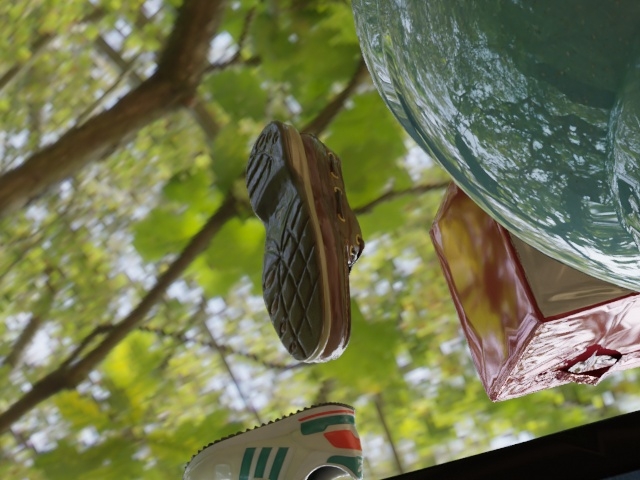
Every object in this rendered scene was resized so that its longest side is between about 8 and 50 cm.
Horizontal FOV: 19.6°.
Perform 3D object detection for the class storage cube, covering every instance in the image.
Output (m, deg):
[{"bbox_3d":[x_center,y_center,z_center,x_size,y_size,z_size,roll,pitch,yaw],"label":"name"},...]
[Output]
[{"bbox_3d":[0.228,0.011,1.686,0.184,0.193,0.215,-13,-114,-14],"label":"storage cube"}]

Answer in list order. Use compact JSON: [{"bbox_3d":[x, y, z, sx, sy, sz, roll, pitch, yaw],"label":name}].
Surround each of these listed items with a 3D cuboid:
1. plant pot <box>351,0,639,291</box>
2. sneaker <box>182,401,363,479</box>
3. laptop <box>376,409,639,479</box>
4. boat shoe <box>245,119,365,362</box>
[{"bbox_3d":[0.178,-0.089,0.765,0.293,0.293,0.196,15,-154,-25],"label":"plant pot"},{"bbox_3d":[-0.038,0.191,1.509,0.057,0.161,0.075,37,-147,-62],"label":"sneaker"},{"bbox_3d":[0.096,0.147,0.288,0.264,0.234,0.136,-77,-34,-60],"label":"laptop"},{"bbox_3d":[0.000,0.000,1.135,0.060,0.064,0.178,14,-137,-26],"label":"boat shoe"}]
